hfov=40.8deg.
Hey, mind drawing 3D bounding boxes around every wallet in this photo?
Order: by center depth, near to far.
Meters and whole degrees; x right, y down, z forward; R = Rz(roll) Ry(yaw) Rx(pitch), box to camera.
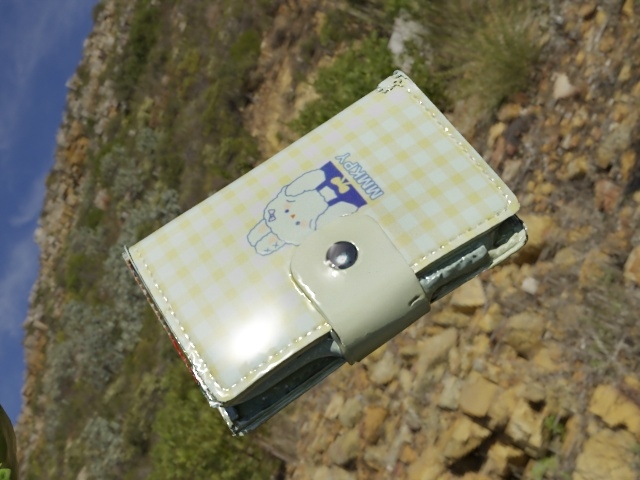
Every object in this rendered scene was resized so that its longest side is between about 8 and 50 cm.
[{"bbox_3d":[0.000,0.000,0.756,0.309,0.223,0.077,-33,-36,-5],"label":"wallet"}]

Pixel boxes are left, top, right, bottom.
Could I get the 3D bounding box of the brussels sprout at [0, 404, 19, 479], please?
[{"bbox_3d":[-0.455,0.238,0.880,0.227,0.294,0.259,-45,3,40],"label":"brussels sprout"}]
